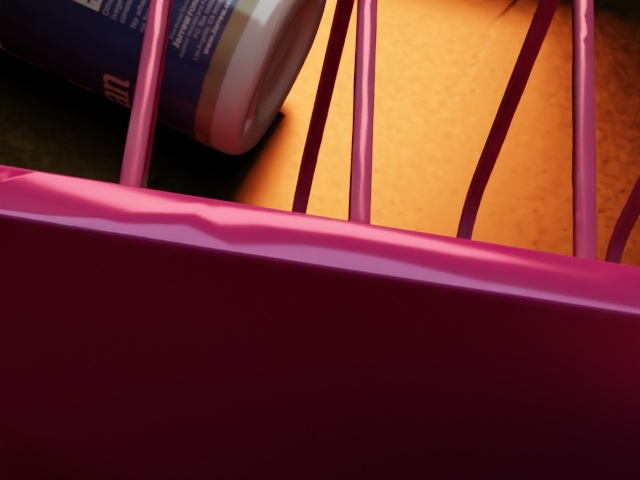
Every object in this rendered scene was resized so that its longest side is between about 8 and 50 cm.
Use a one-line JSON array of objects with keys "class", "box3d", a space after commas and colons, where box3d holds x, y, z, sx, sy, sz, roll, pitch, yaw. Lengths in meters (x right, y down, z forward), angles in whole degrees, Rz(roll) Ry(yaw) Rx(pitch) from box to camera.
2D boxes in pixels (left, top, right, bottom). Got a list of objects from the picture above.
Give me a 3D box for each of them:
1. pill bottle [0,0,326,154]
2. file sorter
[{"class": "pill bottle", "box3d": [-0.089, -0.111, 0.739, 0.169, 0.094, 0.094, 26, 53, 8]}, {"class": "file sorter", "box3d": [0.000, 0.000, 0.610, 0.291, 0.202, 0.182, 9, 51, -5]}]
